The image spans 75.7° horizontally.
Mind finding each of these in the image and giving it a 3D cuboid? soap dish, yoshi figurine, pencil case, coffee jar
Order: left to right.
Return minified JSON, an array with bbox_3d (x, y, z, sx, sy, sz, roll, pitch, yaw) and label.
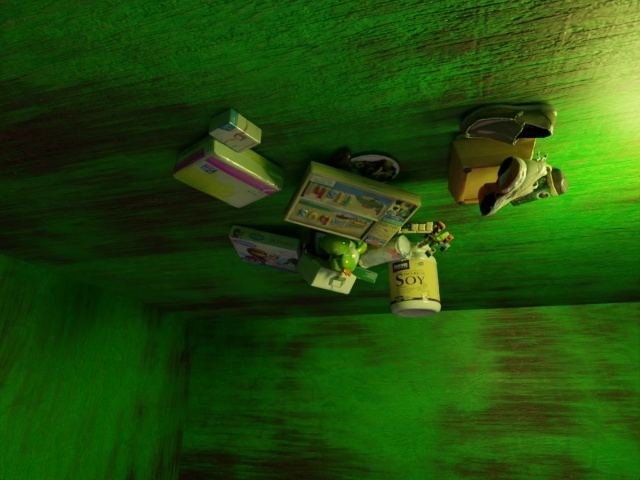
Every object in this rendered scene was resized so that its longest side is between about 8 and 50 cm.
[{"bbox_3d":[0.100,0.013,1.746,0.203,0.204,0.362,34,-163,3],"label":"yoshi figurine"},{"bbox_3d":[0.307,0.059,2.000,0.273,0.114,0.124,-16,137,37],"label":"pencil case"},{"bbox_3d":[0.528,-0.222,1.295,0.228,0.118,0.291,-4,156,12],"label":"soap dish"},{"bbox_3d":[0.751,-0.184,1.432,0.184,0.079,0.096,-15,150,36],"label":"coffee jar"}]

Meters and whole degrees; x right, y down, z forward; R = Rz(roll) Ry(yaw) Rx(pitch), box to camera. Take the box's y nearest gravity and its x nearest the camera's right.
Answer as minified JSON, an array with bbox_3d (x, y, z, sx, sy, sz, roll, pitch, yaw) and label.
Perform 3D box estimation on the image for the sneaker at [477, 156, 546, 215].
[{"bbox_3d":[0.558,-0.146,1.204,0.121,0.099,0.262,-1,159,-6],"label":"sneaker"}]

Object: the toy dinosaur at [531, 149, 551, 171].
[{"bbox_3d":[0.683,-0.252,1.290,0.082,0.090,0.047,-23,155,-33],"label":"toy dinosaur"}]

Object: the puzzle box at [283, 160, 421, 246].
[{"bbox_3d":[0.103,-0.112,1.438,0.408,0.052,0.272,14,142,-17],"label":"puzzle box"}]

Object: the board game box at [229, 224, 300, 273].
[{"bbox_3d":[-0.248,0.050,1.964,0.318,0.066,0.318,12,157,6],"label":"board game box"}]

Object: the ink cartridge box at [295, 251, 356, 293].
[{"bbox_3d":[0.023,0.141,1.764,0.212,0.093,0.154,21,-169,-37],"label":"ink cartridge box"}]

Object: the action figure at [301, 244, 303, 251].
[{"bbox_3d":[-0.051,0.104,2.183,0.091,0.139,0.280,-8,134,28],"label":"action figure"}]

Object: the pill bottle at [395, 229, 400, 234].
[{"bbox_3d":[0.187,-0.088,1.620,0.245,0.131,0.130,1,158,1],"label":"pill bottle"}]

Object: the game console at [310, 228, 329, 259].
[{"bbox_3d":[0.000,0.000,1.824,0.085,0.144,0.124,0,158,-1],"label":"game console"}]

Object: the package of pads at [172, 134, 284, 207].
[{"bbox_3d":[-0.299,-0.219,1.349,0.229,0.101,0.296,-17,152,36],"label":"package of pads"}]

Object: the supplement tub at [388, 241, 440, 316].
[{"bbox_3d":[0.462,0.198,2.051,0.240,0.332,0.241,0,158,0],"label":"supplement tub"}]

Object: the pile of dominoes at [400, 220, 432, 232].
[{"bbox_3d":[0.344,-0.062,1.753,0.251,0.040,0.196,0,-172,3],"label":"pile of dominoes"}]

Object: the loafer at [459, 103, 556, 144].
[{"bbox_3d":[0.509,-0.310,1.114,0.251,0.088,0.094,-4,158,11],"label":"loafer"}]

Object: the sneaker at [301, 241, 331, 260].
[{"bbox_3d":[0.021,0.064,1.906,0.234,0.094,0.153,14,130,20],"label":"sneaker"}]

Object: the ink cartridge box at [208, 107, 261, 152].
[{"bbox_3d":[-0.243,-0.312,1.182,0.088,0.052,0.122,-15,154,34],"label":"ink cartridge box"}]

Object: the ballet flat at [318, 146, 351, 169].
[{"bbox_3d":[0.038,-0.254,1.344,0.057,0.049,0.173,21,157,-38],"label":"ballet flat"}]

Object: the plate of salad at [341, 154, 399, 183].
[{"bbox_3d":[0.166,-0.226,1.390,0.199,0.048,0.200,1,157,0],"label":"plate of salad"}]

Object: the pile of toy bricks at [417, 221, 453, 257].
[{"bbox_3d":[0.543,-0.007,1.872,0.105,0.118,0.212,-25,159,-25],"label":"pile of toy bricks"}]

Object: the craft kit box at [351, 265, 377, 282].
[{"bbox_3d":[0.155,0.147,2.106,0.249,0.061,0.246,19,-178,4],"label":"craft kit box"}]
